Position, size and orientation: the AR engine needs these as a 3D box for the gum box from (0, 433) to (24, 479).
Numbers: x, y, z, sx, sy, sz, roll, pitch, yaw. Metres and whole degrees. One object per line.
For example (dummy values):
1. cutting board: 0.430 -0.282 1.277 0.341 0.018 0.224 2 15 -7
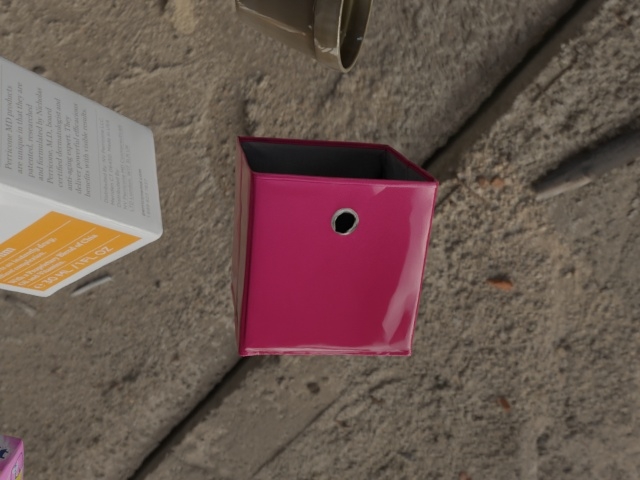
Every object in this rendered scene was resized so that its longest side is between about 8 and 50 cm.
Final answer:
1. gum box: -0.301 0.266 0.564 0.062 0.107 0.188 12 117 -1

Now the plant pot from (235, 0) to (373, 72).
1. plant pot: -0.039 -0.589 1.607 0.280 0.323 0.323 15 124 11

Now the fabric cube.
1. fabric cube: 0.000 0.000 1.004 0.254 0.259 0.258 3 108 -12

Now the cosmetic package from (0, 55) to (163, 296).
1. cosmetic package: -0.411 -0.085 0.697 0.230 0.162 0.453 -25 153 28
